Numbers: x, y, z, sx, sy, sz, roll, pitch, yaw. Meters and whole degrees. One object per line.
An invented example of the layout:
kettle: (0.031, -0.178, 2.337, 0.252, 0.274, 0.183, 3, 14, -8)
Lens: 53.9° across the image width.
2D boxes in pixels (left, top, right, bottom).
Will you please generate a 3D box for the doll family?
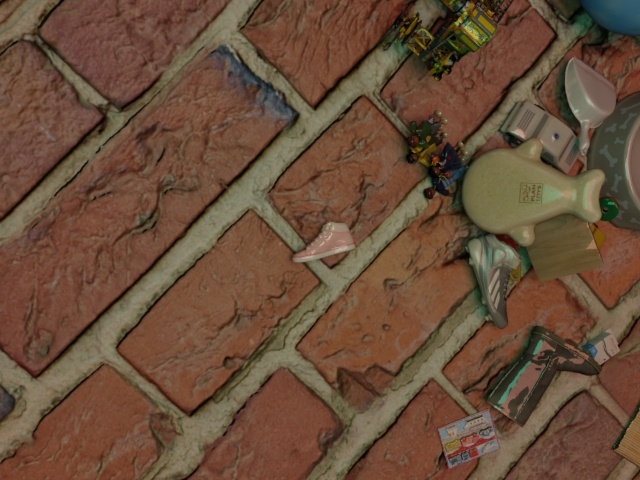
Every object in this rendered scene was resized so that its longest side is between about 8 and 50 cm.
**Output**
doll family: (0.234, -0.167, 1.295, 0.111, 0.076, 0.193, -42, 103, -12)

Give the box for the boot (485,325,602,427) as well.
boot: (0.488, 0.315, 1.373, 0.189, 0.076, 0.208, 30, 79, 2)

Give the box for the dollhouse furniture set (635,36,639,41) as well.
dollhouse furniture set: (0.878, -0.494, 1.422, 0.301, 0.151, 0.197, -36, 93, 20)

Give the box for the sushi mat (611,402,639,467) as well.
sushi mat: (0.844, 0.506, 1.489, 0.316, 0.019, 0.151, 33, 85, -12)

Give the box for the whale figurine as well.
whale figurine: (0.426, -0.096, 1.261, 0.272, 0.141, 0.216, 4, 95, 32)

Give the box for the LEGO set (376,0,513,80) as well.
LEGO set: (0.256, -0.492, 1.196, 0.192, 0.255, 0.331, 39, 81, -11)

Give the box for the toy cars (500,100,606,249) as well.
toy cars: (0.516, -0.120, 1.350, 0.176, 0.087, 0.394, -18, 96, -11)

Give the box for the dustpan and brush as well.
dustpan and brush: (0.575, -0.275, 1.350, 0.147, 0.060, 0.211, 24, 56, -24)

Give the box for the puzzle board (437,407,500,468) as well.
puzzle board: (0.326, 0.434, 1.376, 0.128, 0.011, 0.096, -18, 97, -11)

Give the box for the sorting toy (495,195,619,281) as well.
sorting toy: (0.493, 0.007, 1.312, 0.274, 0.046, 0.132, -20, 97, 32)

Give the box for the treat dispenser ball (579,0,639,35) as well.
treat dispenser ball: (0.659, -0.558, 1.257, 0.288, 0.288, 0.288, -1, 93, -12)

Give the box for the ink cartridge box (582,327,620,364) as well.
ink cartridge box: (0.643, 0.241, 1.426, 0.083, 0.028, 0.048, -32, 99, -9)

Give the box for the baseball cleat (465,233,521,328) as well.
baseball cleat: (0.380, 0.085, 1.326, 0.109, 0.072, 0.206, -20, 98, 21)

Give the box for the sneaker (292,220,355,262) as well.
sneaker: (0.000, 0.000, 1.264, 0.134, 0.051, 0.070, -15, 94, -14)

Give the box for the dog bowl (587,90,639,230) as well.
dog bowl: (0.777, -0.171, 1.398, 0.349, 0.102, 0.349, 0, 92, -12)
